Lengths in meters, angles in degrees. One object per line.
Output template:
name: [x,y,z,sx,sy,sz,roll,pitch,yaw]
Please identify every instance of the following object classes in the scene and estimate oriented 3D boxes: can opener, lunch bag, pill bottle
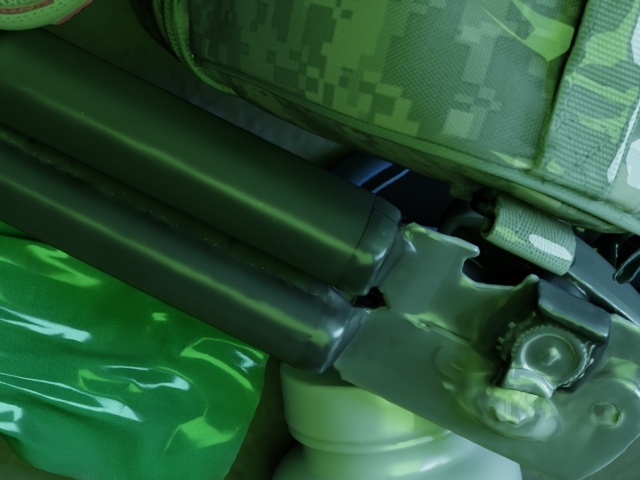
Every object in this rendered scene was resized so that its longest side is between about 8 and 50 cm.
can opener: [0.000,0.000,0.680,0.283,0.095,0.076,27,118,-3]
lunch bag: [0.073,-0.162,0.613,0.213,0.256,0.305,13,100,-19]
pill bottle: [0.035,0.130,0.755,0.108,0.108,0.180,-11,106,-14]

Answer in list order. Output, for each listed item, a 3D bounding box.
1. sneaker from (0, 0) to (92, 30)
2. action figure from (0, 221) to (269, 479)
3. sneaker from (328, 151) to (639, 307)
sneaker: [-0.158,-0.162,0.567,0.103,0.111,0.252,-39,114,5]
action figure: [-0.132,0.026,0.702,0.232,0.063,0.137,16,100,-24]
sneaker: [0.110,-0.003,0.752,0.232,0.090,0.081,-4,105,-16]
